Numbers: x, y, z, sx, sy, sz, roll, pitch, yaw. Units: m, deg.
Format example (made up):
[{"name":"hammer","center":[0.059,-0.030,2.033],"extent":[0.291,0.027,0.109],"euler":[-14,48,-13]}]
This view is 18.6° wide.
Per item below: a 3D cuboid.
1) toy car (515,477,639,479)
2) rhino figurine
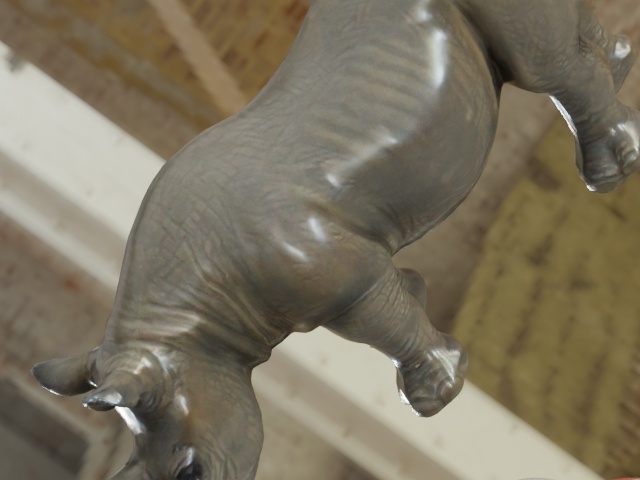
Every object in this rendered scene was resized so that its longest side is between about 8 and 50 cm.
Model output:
[{"name":"toy car","center":[0.177,0.233,1.300],"extent":[0.219,0.210,0.238],"euler":[-53,-152,-20]},{"name":"rhino figurine","center":[0.000,0.000,0.580],"extent":[0.243,0.106,0.073],"euler":[-51,-151,-10]}]
